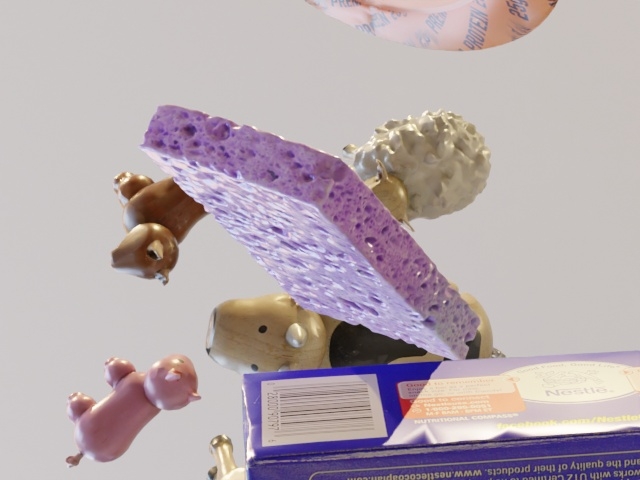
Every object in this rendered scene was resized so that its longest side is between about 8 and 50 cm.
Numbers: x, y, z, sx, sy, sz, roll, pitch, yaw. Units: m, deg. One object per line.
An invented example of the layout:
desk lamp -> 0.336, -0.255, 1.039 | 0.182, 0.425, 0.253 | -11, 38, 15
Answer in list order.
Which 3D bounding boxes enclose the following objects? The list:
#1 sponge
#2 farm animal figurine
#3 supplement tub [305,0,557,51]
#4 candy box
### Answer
sponge -> 0.000, 0.000, 0.847 | 0.117, 0.210, 0.031 | 19, -105, 32
farm animal figurine -> -0.015, 0.089, 1.131 | 0.327, 0.172, 0.330 | -10, -70, -20
supplement tub -> 0.085, -0.244, 0.650 | 0.194, 0.316, 0.193 | 22, -24, 11
candy box -> 0.100, 0.225, 0.830 | 0.268, 0.122, 0.317 | -3, -73, -1
